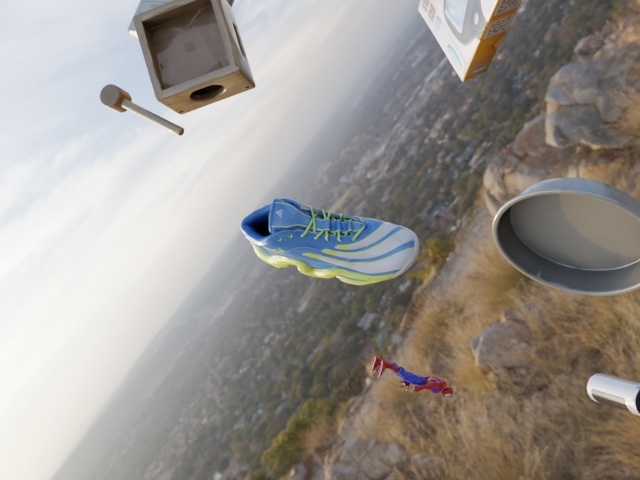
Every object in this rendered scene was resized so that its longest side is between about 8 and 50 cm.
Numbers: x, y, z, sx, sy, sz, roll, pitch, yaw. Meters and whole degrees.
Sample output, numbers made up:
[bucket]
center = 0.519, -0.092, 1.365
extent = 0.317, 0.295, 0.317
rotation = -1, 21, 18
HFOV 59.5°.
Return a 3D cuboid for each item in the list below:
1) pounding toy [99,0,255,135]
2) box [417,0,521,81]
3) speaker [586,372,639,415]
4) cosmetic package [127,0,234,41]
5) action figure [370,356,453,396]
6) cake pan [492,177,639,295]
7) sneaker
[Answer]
[pounding toy]
center = -0.207, -0.231, 0.812
extent = 0.206, 0.181, 0.094
rotation = -18, -4, 8
[box]
center = 0.111, -0.185, 0.429
extent = 0.028, 0.081, 0.136
rotation = -25, -14, -7
[speaker]
center = 0.532, 0.270, 0.981
extent = 0.055, 0.055, 0.136
rotation = -54, 4, -8
[cosmetic package]
center = -0.278, -0.557, 1.228
extent = 0.113, 0.160, 0.310
rotation = 34, -106, -61
[action figure]
center = 0.120, 0.177, 0.709
extent = 0.038, 0.115, 0.030
rotation = 170, 118, -71
[cake pan]
center = 0.468, -0.006, 1.028
extent = 0.054, 0.293, 0.293
rotation = -59, 11, -29
[sneaker]
center = 0.000, 0.000, 0.723
extent = 0.240, 0.126, 0.091
rotation = 0, 73, 26
